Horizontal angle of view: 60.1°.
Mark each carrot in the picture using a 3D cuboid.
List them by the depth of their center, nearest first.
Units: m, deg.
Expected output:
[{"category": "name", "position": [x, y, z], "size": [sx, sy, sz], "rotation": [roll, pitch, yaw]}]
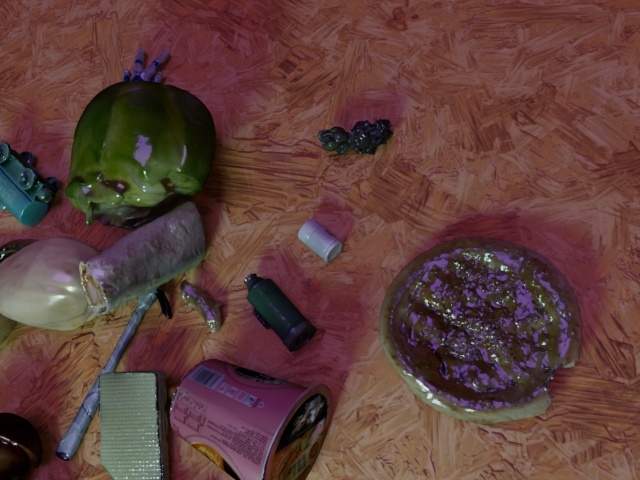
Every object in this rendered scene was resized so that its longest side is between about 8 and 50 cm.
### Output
[{"category": "carrot", "position": [-0.312, 0.326, 1.193], "size": [0.190, 0.047, 0.047], "rotation": [-19, 68, 10]}]

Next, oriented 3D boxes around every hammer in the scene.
[{"category": "hammer", "position": [-0.483, 0.286, 1.254], "size": [0.152, 0.044, 0.427], "rotation": [24, 81, 20]}]

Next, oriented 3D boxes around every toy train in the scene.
[{"category": "toy train", "position": [-0.794, -0.147, 1.452], "size": [0.248, 0.101, 0.159], "rotation": [37, 97, 23]}]

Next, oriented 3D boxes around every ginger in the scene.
[{"category": "ginger", "position": [-0.263, 0.144, 1.244], "size": [0.057, 0.044, 0.137], "rotation": [-35, 70, -31]}]

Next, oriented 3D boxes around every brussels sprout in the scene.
[{"category": "brussels sprout", "position": [-0.403, -0.193, 1.260], "size": [0.371, 0.275, 0.315], "rotation": [-32, 61, 30]}]

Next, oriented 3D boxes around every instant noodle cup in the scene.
[{"category": "instant noodle cup", "position": [-0.140, 0.345, 1.063], "size": [0.254, 0.244, 0.244], "rotation": [16, 76, 27]}]

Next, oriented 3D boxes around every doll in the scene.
[{"category": "doll", "position": [-0.484, -0.415, 1.480], "size": [0.113, 0.057, 0.228], "rotation": [11, 66, 11]}]

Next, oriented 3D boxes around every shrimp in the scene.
[{"category": "shrimp", "position": [-0.803, 0.067, 1.398], "size": [0.254, 0.059, 0.145], "rotation": [-16, 66, 8]}]

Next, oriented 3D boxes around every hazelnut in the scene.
[{"category": "hazelnut", "position": [-0.702, 0.453, 1.180], "size": [0.201, 0.170, 0.161], "rotation": [-19, 62, 20]}]

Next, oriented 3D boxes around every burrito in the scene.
[{"category": "burrito", "position": [-0.374, 0.040, 1.214], "size": [0.105, 0.143, 0.299], "rotation": [6, 32, 43]}]

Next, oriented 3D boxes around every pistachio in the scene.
[{"category": "pistachio", "position": [-0.612, 0.100, 1.257], "size": [0.317, 0.193, 0.214], "rotation": [-7, 102, 16]}]

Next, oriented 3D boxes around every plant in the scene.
[{"category": "plant", "position": [0.080, -0.236, 1.266], "size": [0.174, 0.087, 0.085], "rotation": [-7, 41, 7]}]

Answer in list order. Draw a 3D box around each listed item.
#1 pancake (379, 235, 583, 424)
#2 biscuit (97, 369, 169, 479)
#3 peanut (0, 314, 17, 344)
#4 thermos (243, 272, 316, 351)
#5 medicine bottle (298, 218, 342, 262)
[{"category": "pancake", "position": [0.313, 0.163, 1.073], "size": [0.381, 0.071, 0.383], "rotation": [-5, 71, 14]}, {"category": "biscuit", "position": [-0.391, 0.402, 1.167], "size": [0.150, 0.052, 0.253], "rotation": [-8, 81, 16]}, {"category": "peanut", "position": [-0.809, 0.201, 1.329], "size": [0.159, 0.109, 0.141], "rotation": [-16, 79, -4]}, {"category": "thermos", "position": [-0.096, 0.147, 1.188], "size": [0.073, 0.083, 0.188], "rotation": [-34, 64, -22]}, {"category": "medicine bottle", "position": [0.000, 0.000, 1.214], "size": [0.089, 0.057, 0.057], "rotation": [39, 85, 22]}]
